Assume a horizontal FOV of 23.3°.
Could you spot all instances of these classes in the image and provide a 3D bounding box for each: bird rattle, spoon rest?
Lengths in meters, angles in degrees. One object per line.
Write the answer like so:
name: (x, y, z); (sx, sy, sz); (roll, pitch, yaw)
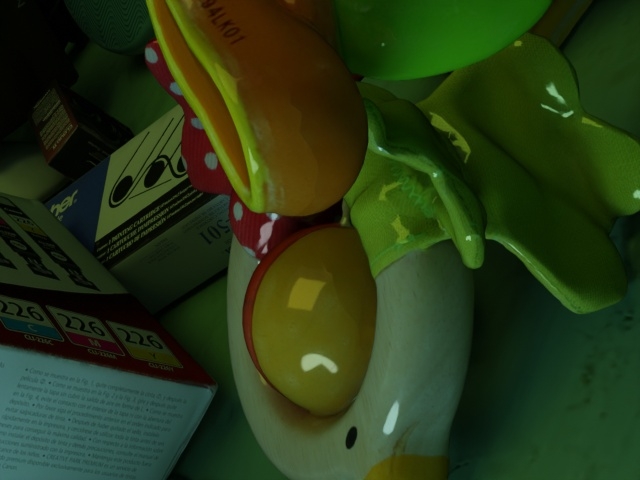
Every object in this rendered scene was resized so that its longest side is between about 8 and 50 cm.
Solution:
bird rattle: (0.000, 0.000, 0.644); (0.253, 0.143, 0.207); (12, 96, 52)
spoon rest: (-0.263, -0.006, 1.040); (0.276, 0.084, 0.137); (-8, 26, 46)

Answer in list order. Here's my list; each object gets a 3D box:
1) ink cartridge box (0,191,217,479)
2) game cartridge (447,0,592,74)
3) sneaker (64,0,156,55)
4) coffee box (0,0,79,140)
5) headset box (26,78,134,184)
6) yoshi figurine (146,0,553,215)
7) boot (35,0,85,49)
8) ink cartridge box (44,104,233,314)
ink cartridge box: (-0.255, 0.027, 0.728); (0.272, 0.309, 0.130); (39, 105, 44)
game cartridge: (0.088, -0.237, 0.815); (0.285, 0.053, 0.324); (-54, 34, 2)
sneaker: (-0.065, -0.283, 1.011); (0.127, 0.208, 0.319); (23, 116, 28)
coffee box: (-0.329, -0.116, 1.030); (0.297, 0.168, 0.119); (-14, 23, 38)
headset box: (-0.138, -0.055, 0.940); (0.032, 0.062, 0.083); (-51, 32, 9)
yoshi figurine: (0.132, -0.124, 0.469); (0.362, 0.203, 0.203); (-20, -3, -14)
boot: (-0.213, -0.171, 1.092); (0.099, 0.121, 0.045); (-58, 34, 9)
ink cartridge box: (-0.099, -0.008, 0.861); (0.207, 0.046, 0.097); (-32, 39, 35)
